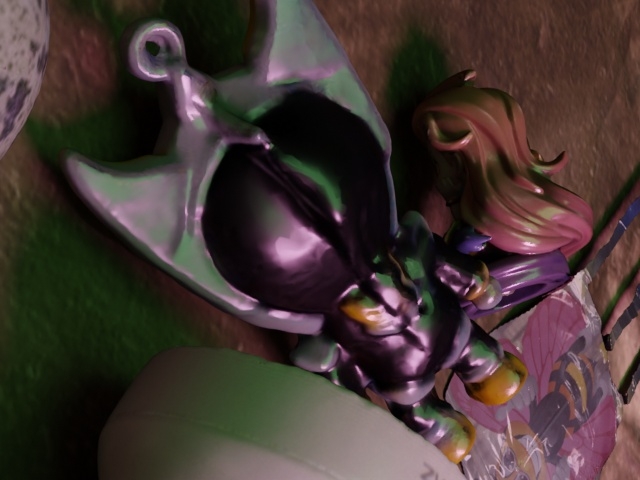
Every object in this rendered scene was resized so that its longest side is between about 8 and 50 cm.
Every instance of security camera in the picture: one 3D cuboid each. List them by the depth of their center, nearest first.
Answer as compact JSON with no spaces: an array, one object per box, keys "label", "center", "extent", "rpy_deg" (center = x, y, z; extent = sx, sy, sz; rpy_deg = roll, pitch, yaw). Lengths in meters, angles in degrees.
[{"label":"security camera","center":[-0.050,0.190,0.678],"extent":[0.194,0.194,0.236],"rpy_deg":[46,58,-38]}]

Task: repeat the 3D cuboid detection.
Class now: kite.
[{"label":"kite","center":[0.206,0.088,1.100],"extent":[0.360,0.022,0.204],"rpy_deg":[-44,120,-36]}]

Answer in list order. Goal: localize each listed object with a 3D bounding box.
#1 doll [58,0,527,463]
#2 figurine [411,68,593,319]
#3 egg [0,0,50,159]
[{"label":"doll","center":[0.003,-0.004,0.793],"extent":[0.145,0.103,0.316],"rpy_deg":[-38,117,8]},{"label":"figurine","center":[0.111,-0.027,0.922],"extent":[0.126,0.114,0.157],"rpy_deg":[11,79,-58]},{"label":"egg","center":[-0.179,-0.068,0.577],"extent":[0.132,0.132,0.172],"rpy_deg":[38,73,-42]}]
